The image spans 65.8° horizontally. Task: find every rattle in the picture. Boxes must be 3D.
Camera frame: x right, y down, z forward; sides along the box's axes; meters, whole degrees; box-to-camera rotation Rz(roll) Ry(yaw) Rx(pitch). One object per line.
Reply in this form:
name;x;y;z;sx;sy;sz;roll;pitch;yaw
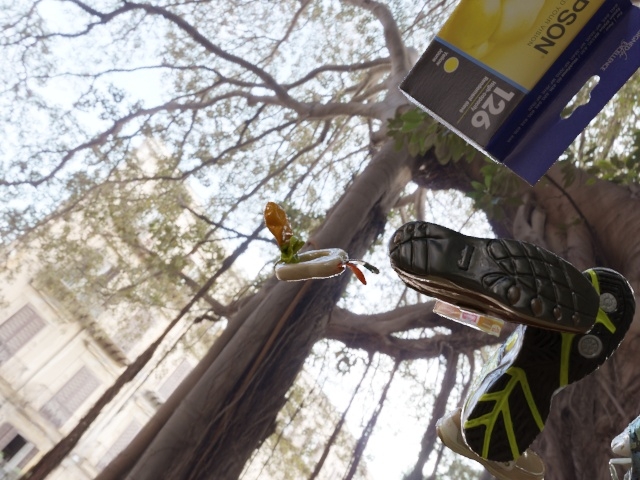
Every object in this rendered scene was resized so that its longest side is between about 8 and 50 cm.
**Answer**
rattle;0.000;0.000;0.811;0.200;0.130;0.142;-4;-96;58

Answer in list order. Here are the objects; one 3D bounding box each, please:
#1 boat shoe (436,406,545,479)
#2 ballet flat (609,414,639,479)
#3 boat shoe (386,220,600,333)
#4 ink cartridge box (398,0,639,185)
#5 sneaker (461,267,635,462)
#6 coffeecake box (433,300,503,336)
boat shoe;0.431;0.494;1.194;0.302;0.109;0.098;29;-58;-7
ballet flat;0.525;0.371;0.836;0.070;0.070;0.188;1;-75;33
boat shoe;0.266;0.064;0.800;0.324;0.122;0.119;22;-26;19
ink cartridge box;0.327;-0.300;0.818;0.303;0.072;0.307;-53;-126;16
sneaker;0.372;0.196;0.862;0.145;0.384;0.147;42;3;3
coffeecake box;0.341;0.093;1.062;0.068;0.185;0.142;25;-4;-28
